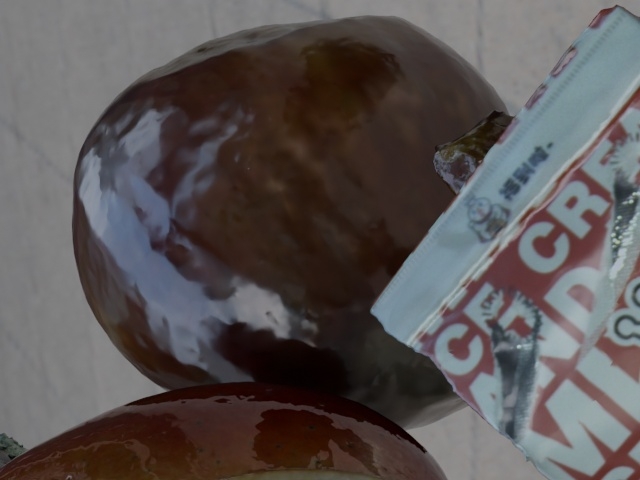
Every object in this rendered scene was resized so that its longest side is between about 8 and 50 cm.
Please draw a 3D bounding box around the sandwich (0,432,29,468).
[{"bbox_3d":[-0.355,0.315,1.493,0.325,0.131,0.262,-52,48,33],"label":"sandwich"}]

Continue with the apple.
[{"bbox_3d":[-0.084,0.267,1.123,0.295,0.365,0.329,138,128,-77],"label":"apple"}]

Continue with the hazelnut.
[{"bbox_3d":[0.000,0.000,1.392,0.353,0.421,0.421,-56,49,34],"label":"hazelnut"}]

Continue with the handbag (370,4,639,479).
[{"bbox_3d":[0.177,0.044,0.673,0.171,0.298,0.151,-48,17,13],"label":"handbag"}]

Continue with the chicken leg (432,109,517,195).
[{"bbox_3d":[0.226,-0.061,1.111,0.093,0.304,0.113,55,-142,-56],"label":"chicken leg"}]
